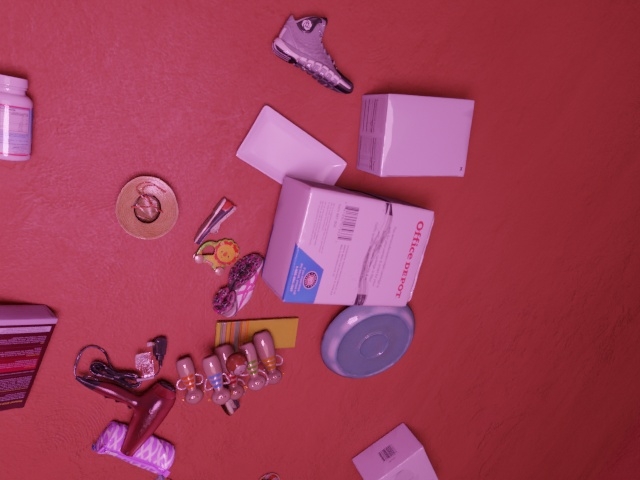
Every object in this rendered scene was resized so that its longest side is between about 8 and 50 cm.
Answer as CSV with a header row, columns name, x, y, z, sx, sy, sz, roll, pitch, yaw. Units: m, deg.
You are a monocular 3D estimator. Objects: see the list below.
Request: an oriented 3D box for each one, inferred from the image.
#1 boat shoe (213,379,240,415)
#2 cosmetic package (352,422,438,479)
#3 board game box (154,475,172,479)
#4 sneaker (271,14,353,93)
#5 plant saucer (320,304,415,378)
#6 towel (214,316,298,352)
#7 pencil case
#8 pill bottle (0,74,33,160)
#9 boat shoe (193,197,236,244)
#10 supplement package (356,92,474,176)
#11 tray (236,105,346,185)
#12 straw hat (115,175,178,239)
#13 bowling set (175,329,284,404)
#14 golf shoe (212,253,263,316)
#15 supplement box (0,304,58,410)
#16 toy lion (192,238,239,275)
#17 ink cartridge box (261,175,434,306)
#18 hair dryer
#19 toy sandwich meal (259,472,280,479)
name,x,y,z,sx,sy,sz,roll,pitch,yaw
boat shoe,-0.271,0.418,1.263,0.049,0.056,0.152,-28,109,-40
cosmetic package,0.265,0.806,1.550,0.224,0.138,0.225,-30,114,-11
board game box,-0.395,0.826,1.284,0.144,0.142,0.275,-48,117,-3
sneaker,0.007,-0.462,1.082,0.228,0.086,0.132,24,93,-26
plant saucer,0.156,0.311,1.368,0.317,0.044,0.318,-10,123,-16
towel,-0.180,0.267,1.269,0.237,0.021,0.102,1,111,-23
pencil case,-0.490,0.556,1.193,0.206,0.088,0.086,36,93,-28
pill bottle,-0.624,-0.244,0.889,0.087,0.087,0.160,6,103,-24
boat shoe,-0.266,-0.042,1.122,0.043,0.049,0.137,38,85,-29
supplement package,0.251,-0.281,1.202,0.261,0.145,0.204,-3,107,-22
tray,-0.072,-0.212,1.157,0.270,0.030,0.145,30,92,-27
straw hat,-0.405,-0.074,1.046,0.144,0.061,0.145,0,89,-27
bowling set,-0.226,0.353,1.143,0.286,0.200,0.154,-17,92,-13
golf shoe,-0.210,0.120,1.193,0.186,0.067,0.086,-55,149,-4
supplement box,-0.702,0.263,0.995,0.130,0.073,0.240,15,101,-58
toy lion,-0.264,0.034,1.157,0.100,0.034,0.096,36,84,-27
ink cartridge box,0.076,0.013,1.189,0.394,0.166,0.286,8,104,-31
hair dryer,-0.486,0.398,1.142,0.223,0.080,0.294,-8,87,-17
toy sandwich meal,-0.165,0.785,1.428,0.085,0.029,0.086,-7,109,-20
